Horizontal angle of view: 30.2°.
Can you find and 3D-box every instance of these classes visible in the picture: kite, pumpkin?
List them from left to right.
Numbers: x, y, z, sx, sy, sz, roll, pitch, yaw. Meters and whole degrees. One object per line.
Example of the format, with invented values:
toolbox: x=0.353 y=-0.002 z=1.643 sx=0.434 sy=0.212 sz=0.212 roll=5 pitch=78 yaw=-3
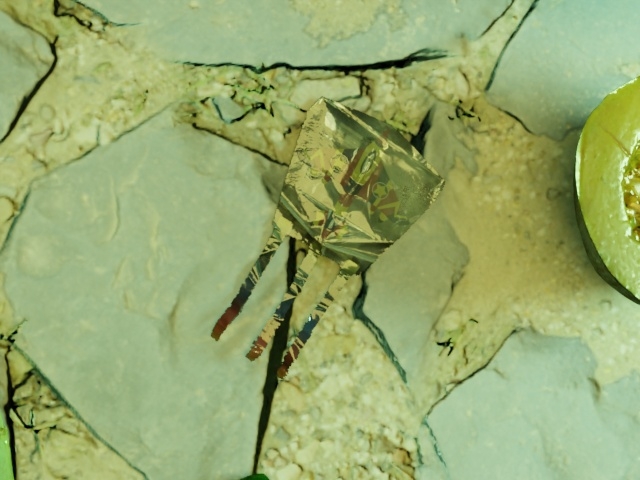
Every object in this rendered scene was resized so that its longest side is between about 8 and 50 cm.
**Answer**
kite: x=0.000 y=0.000 z=1.037 sx=0.141 sy=0.015 sz=0.245 roll=33 pitch=83 yaw=-6
pumpkin: x=0.297 y=-0.032 z=1.056 sx=0.217 sy=0.110 sz=0.217 roll=4 pitch=78 yaw=-18

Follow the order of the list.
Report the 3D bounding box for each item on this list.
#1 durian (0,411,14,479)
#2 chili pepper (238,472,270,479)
durian: x=-0.342 y=0.224 z=0.942 sx=0.198 sy=0.163 sz=0.394 roll=-28 pitch=101 yaw=-49
chili pepper: x=-0.025 y=0.325 z=0.996 sx=0.100 sy=0.074 sz=0.257 roll=-19 pitch=92 yaw=-10
